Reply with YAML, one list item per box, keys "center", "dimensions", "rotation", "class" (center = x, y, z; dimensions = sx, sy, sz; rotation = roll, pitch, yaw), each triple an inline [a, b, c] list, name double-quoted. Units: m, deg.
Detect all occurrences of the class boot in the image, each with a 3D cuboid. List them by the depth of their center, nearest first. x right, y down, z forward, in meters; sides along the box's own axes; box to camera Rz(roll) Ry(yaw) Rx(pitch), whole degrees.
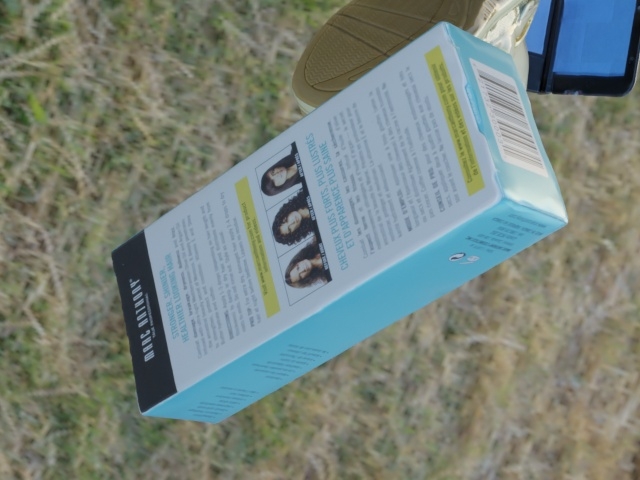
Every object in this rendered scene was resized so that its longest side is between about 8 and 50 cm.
- center: [0.079, -0.099, 1.063]
  dimensions: [0.262, 0.095, 0.203]
  rotation: [-43, 148, -36]
  class: "boot"

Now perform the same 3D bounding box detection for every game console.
- center: [0.189, -0.194, 1.158]
  dimensions: [0.124, 0.085, 0.144]
  rotation: [11, 87, -19]
  class: "game console"

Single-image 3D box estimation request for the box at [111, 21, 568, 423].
- center: [0.000, 0.000, 0.730]
  dimensions: [0.060, 0.244, 0.101]
  rotation: [16, 51, -47]
  class: "box"
